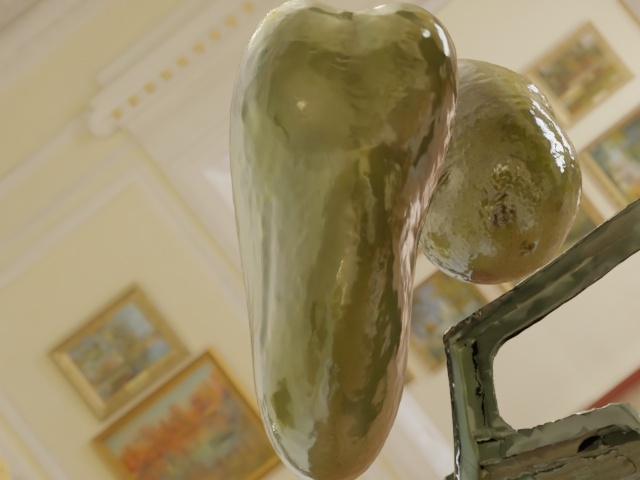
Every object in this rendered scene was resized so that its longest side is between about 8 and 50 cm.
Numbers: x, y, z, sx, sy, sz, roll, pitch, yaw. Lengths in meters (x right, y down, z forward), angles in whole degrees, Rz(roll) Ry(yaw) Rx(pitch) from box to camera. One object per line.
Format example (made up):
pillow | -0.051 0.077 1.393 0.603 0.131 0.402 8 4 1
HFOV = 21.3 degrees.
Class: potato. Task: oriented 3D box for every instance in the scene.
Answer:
potato | 0.148 -0.076 1.612 0.174 0.251 0.159 -29 -43 8

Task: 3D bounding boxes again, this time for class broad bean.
broad bean | 0.000 0.000 0.923 0.189 0.121 0.263 145 134 -78

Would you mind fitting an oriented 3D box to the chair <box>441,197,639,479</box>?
chair | 0.174 0.130 0.883 0.190 0.203 0.275 -29 40 18
